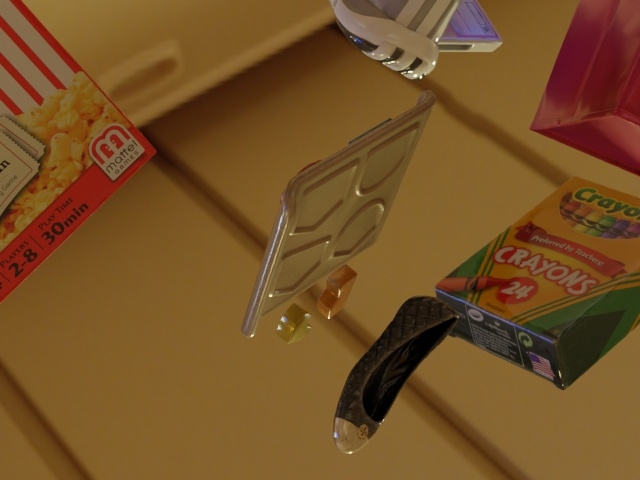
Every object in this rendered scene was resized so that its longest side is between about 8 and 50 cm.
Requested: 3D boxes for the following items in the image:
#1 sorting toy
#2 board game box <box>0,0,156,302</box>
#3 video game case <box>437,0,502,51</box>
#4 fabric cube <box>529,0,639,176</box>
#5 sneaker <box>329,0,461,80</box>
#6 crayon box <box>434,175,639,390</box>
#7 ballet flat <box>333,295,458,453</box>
[{"bbox_3d":[0.000,0.000,1.325,0.041,0.307,0.229,39,-130,17],"label":"sorting toy"},{"bbox_3d":[-0.187,-0.058,0.583,0.147,0.193,0.045,-46,-143,-7],"label":"board game box"},{"bbox_3d":[0.107,-0.329,1.708,0.285,0.025,0.204,-10,-114,-53],"label":"video game case"},{"bbox_3d":[0.396,-0.185,1.306,0.254,0.259,0.258,21,-91,-10],"label":"fabric cube"},{"bbox_3d":[0.050,-0.208,0.855,0.086,0.132,0.229,21,-154,-36],"label":"sneaker"},{"bbox_3d":[0.322,0.030,1.634,0.318,0.081,0.202,-36,-143,-26],"label":"crayon box"},{"bbox_3d":[0.066,0.123,1.241,0.049,0.057,0.173,18,-112,43],"label":"ballet flat"}]
